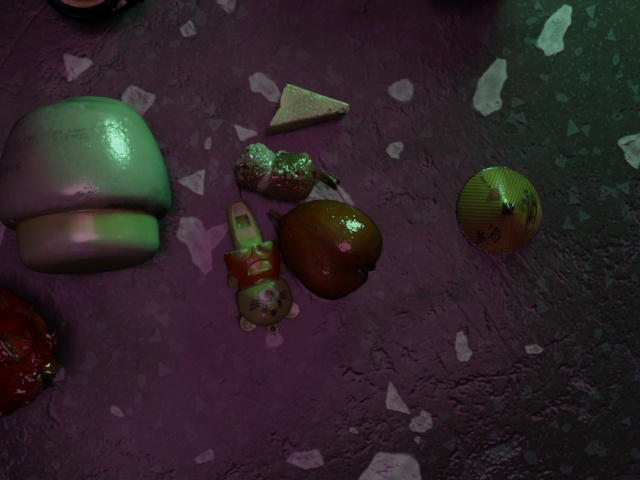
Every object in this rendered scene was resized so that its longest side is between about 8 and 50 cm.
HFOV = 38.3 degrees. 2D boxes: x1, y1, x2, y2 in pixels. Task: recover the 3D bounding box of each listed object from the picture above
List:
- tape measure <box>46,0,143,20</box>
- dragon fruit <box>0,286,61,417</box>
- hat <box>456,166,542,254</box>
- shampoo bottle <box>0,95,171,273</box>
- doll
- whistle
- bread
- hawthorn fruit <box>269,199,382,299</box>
[{"bbox_3d":[-0.467,-0.548,1.869,0.223,0.135,0.202,-5,99,-4],"label":"tape measure"},{"bbox_3d":[-0.671,0.201,1.765,0.342,0.277,0.277,43,85,-8],"label":"dragon fruit"},{"bbox_3d":[0.393,-0.065,1.974,0.193,0.082,0.193,0,90,-6],"label":"hat"},{"bbox_3d":[-0.452,-0.102,1.764,0.322,0.322,0.317,-8,83,-6],"label":"shampoo bottle"},{"bbox_3d":[-0.070,-0.139,1.913,0.221,0.105,0.115,5,125,-6],"label":"doll"},{"bbox_3d":[-0.133,0.057,1.902,0.131,0.106,0.288,-16,91,-13],"label":"whistle"},{"bbox_3d":[-0.026,-0.255,1.933,0.152,0.077,0.105,18,83,-2],"label":"bread"},{"bbox_3d":[0.000,0.000,1.887,0.251,0.199,0.199,33,86,9],"label":"hawthorn fruit"}]
